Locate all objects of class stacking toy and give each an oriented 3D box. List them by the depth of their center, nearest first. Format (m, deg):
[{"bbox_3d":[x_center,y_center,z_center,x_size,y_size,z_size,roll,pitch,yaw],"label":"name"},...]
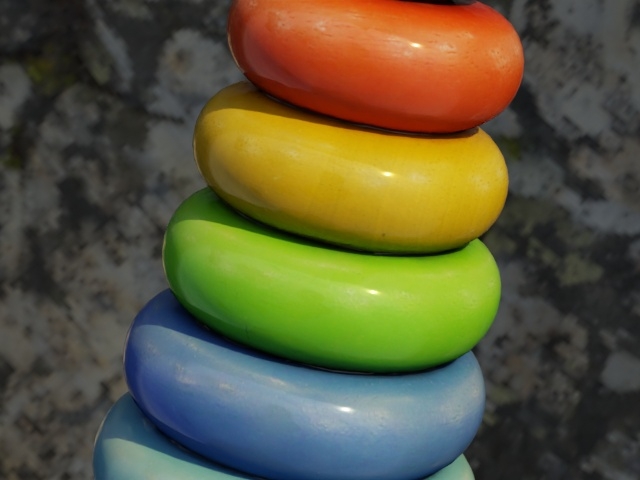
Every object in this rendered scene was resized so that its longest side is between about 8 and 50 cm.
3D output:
[{"bbox_3d":[0.000,0.000,0.541,0.141,0.141,0.330,17,107,24],"label":"stacking toy"}]
